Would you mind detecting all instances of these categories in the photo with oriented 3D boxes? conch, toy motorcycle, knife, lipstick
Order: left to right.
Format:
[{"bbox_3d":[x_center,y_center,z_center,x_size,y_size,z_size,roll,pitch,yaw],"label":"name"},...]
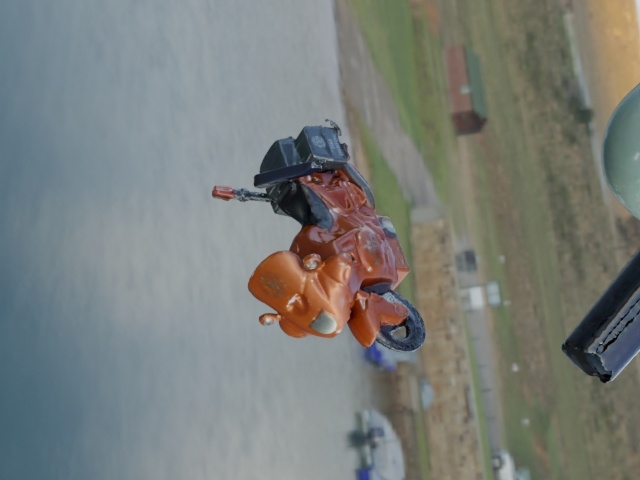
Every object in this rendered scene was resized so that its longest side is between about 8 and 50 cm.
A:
[{"bbox_3d":[-0.037,-0.080,1.330,0.031,0.121,0.018,2,82,-45],"label":"knife"},{"bbox_3d":[0.000,0.000,1.373,0.148,0.221,0.326,-52,-136,38],"label":"toy motorcycle"},{"bbox_3d":[0.445,-0.132,1.476,0.121,0.185,0.221,44,-41,31],"label":"conch"},{"bbox_3d":[0.426,-0.012,1.252,0.077,0.418,0.077,41,-12,11],"label":"lipstick"}]
